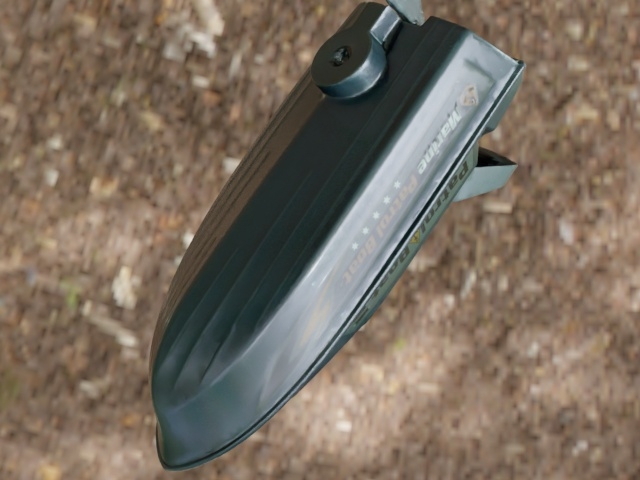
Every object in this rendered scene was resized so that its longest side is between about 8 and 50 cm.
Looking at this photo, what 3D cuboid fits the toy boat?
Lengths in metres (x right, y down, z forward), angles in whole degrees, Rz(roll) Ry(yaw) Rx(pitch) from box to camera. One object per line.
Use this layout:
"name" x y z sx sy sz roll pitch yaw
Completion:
"toy boat" 0.000 0.000 0.868 0.093 0.246 0.103 21 163 49
